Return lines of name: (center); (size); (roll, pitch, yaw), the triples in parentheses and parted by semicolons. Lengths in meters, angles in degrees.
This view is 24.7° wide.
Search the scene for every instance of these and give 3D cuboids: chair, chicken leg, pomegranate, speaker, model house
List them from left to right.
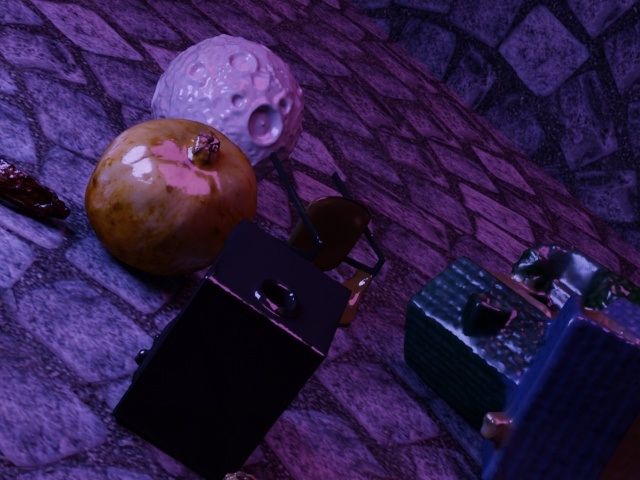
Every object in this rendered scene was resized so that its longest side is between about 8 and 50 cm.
chicken leg: (-0.439, -0.084, 2.024); (0.205, 0.053, 0.093); (35, -4, -18)
pomegranate: (-0.209, -0.066, 2.074); (0.248, 0.248, 0.248); (30, 21, -13)
speaker: (-0.104, 0.126, 1.807); (0.184, 0.232, 0.254); (35, 21, -3)
chair: (0.000, 0.000, 2.371); (0.159, 0.172, 0.247); (14, 22, -46)
model house: (0.340, 0.183, 2.246); (0.343, 0.334, 0.382); (12, 20, -50)

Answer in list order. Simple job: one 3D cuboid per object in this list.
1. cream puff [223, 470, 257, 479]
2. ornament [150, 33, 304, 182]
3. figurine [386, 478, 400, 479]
cream puff: (-0.085, 0.320, 1.578); (0.104, 0.119, 0.133); (45, 19, -47)
ornament: (-0.149, -0.212, 2.441); (0.259, 0.259, 0.225); (20, 3, -35)
figurine: (0.100, 0.376, 1.684); (0.160, 0.183, 0.226); (51, 12, 16)
